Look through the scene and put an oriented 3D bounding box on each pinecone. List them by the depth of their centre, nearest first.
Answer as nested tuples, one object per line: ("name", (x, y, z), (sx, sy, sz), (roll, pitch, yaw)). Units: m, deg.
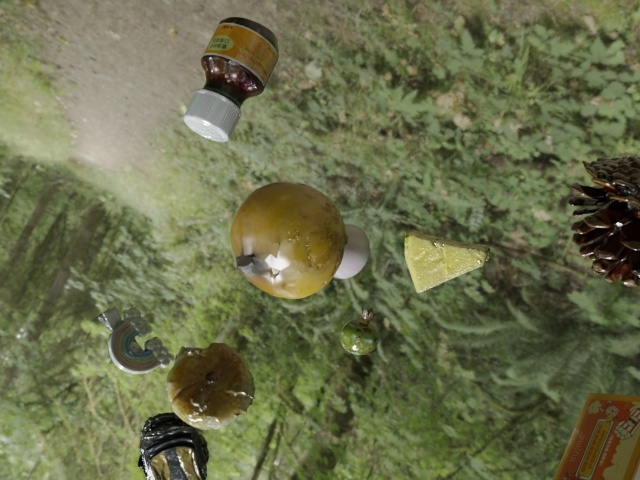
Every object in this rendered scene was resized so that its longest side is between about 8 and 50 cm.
("pinecone", (0.578, -0.033, 1.140), (0.264, 0.264, 0.264), (25, 173, 4))

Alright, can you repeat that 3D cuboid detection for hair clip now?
("hair clip", (-0.503, 0.270, 1.678), (0.220, 0.140, 0.054), (53, 139, 0))

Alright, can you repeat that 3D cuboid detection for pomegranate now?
("pomegranate", (0.130, 0.292, 2.047), (0.129, 0.159, 0.129), (12, 166, 3))

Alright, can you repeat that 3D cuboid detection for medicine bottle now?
("medicine bottle", (-0.303, -0.535, 2.137), (0.242, 0.395, 0.242), (17, 166, 5))

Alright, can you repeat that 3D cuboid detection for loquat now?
("loquat", (-0.061, -0.003, 1.244), (0.235, 0.235, 0.235), (25, 173, 4))

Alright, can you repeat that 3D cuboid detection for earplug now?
("earplug", (0.000, 0.000, 1.825), (0.172, 0.172, 0.301), (20, 178, 34))

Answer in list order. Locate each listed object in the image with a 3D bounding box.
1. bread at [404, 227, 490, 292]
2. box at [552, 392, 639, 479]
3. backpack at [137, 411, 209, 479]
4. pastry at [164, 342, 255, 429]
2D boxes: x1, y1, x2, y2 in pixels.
("bread", (0.392, 0.023, 1.942), (0.236, 0.198, 0.263), (-19, 179, 16))
("box", (0.686, 0.524, 1.374), (0.259, 0.283, 0.214), (40, 155, -11))
("backpack", (-0.439, 0.619, 1.866), (0.133, 0.206, 0.258), (-132, 29, -57))
("pastry", (-0.313, 0.413, 1.795), (0.257, 0.235, 0.121), (-1, 153, -7))
